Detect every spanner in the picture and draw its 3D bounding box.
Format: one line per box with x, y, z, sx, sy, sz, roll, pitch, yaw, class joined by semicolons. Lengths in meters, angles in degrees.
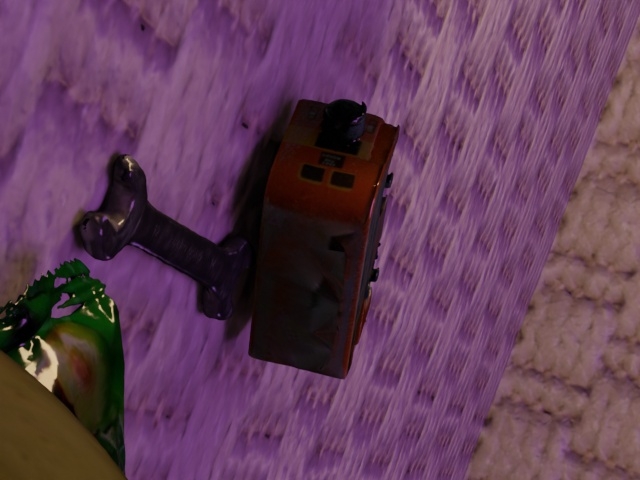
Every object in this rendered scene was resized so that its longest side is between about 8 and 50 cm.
-0.076;0.004;0.881;0.254;0.015;0.054;40;70;-75;spanner

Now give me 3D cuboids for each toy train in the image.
0.000;0.000;1.023;0.099;0.072;0.188;-66;168;-45;toy train

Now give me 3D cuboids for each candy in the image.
-0.135;0.112;0.689;0.141;0.078;0.203;-4;103;-56;candy

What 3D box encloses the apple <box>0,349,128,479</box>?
-0.151;0.117;0.334;0.279;0.279;0.279;20;90;-75;apple
